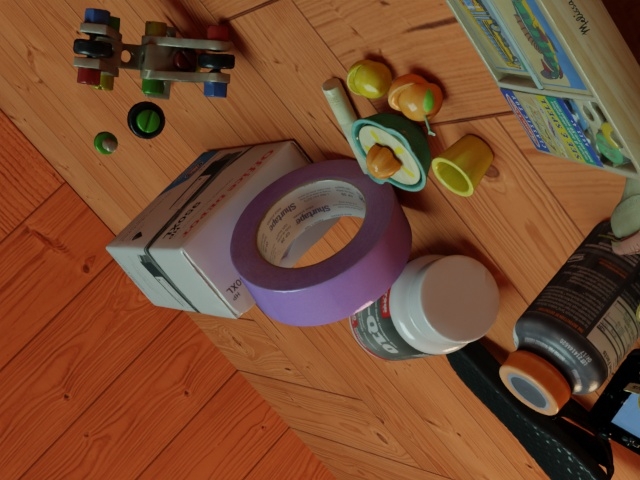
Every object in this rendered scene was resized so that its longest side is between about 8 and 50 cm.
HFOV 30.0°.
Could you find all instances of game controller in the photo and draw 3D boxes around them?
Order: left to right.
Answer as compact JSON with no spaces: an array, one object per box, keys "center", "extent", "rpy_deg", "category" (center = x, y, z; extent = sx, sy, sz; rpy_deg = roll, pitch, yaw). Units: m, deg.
[{"center":[0.493,0.252,1.738],"extent":[0.166,0.067,0.319],"rpy_deg":[37,160,16],"category":"game controller"}]

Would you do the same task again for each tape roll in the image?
[{"center":[0.000,0.000,1.860],"extent":[0.274,0.275,0.090],"rpy_deg":[24,153,43],"category":"tape roll"}]

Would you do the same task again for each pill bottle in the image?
[{"center":[0.165,0.109,1.934],"extent":[0.161,0.161,0.283],"rpy_deg":[46,160,-7],"category":"pill bottle"},{"center":[0.327,0.100,1.477],"extent":[0.130,0.246,0.130],"rpy_deg":[38,159,17],"category":"pill bottle"}]

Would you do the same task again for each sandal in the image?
[{"center":[0.387,0.300,2.022],"extent":[0.446,0.107,0.167],"rpy_deg":[48,165,27],"category":"sandal"}]

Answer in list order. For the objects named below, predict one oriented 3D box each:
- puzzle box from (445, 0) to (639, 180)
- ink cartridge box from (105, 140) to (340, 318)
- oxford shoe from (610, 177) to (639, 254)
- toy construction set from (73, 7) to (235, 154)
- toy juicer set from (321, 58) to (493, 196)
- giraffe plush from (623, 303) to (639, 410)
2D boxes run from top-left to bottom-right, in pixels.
[{"center":[0.180,-0.249,1.165],"extent":[0.409,0.052,0.272],"rpy_deg":[55,177,-15],"category":"puzzle box"},{"center":[-0.180,-0.022,2.147],"extent":[0.166,0.285,0.395],"rpy_deg":[51,159,-19],"category":"ink cartridge box"},{"center":[0.384,-0.086,1.223],"extent":[0.397,0.140,0.147],"rpy_deg":[115,137,-73],"category":"oxford shoe"},{"center":[-0.296,-0.329,1.902],"extent":[0.237,0.257,0.309],"rpy_deg":[27,137,68],"category":"toy construction set"},{"center":[0.079,-0.152,1.673],"extent":[0.209,0.089,0.329],"rpy_deg":[52,159,-23],"category":"toy juicer set"},{"center":[0.448,0.110,1.393],"extent":[0.210,0.181,0.171],"rpy_deg":[-3,117,25],"category":"giraffe plush"}]
